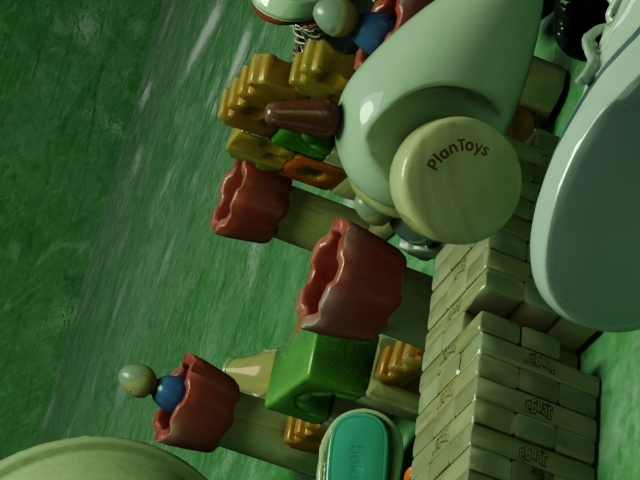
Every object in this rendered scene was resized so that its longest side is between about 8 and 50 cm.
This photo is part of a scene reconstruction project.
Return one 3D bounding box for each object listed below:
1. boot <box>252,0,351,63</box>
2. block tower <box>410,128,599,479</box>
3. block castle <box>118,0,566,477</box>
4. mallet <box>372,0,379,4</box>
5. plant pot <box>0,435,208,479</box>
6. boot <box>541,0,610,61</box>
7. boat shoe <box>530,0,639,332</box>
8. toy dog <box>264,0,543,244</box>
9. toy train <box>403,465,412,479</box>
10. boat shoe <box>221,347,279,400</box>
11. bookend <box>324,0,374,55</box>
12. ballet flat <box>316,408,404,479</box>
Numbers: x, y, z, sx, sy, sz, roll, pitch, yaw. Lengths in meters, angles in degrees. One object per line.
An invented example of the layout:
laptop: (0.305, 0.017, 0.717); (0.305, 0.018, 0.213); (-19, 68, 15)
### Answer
boot: (-0.013, -0.225, 1.976); (0.244, 0.088, 0.176); (-28, -29, -54)
block tower: (0.125, 0.081, 1.210); (0.097, 0.091, 0.335); (126, 159, -48)
block castle: (0.000, 0.000, 1.525); (0.453, 0.212, 0.303); (139, 149, -62)
mallet: (0.081, -0.176, 1.704); (0.062, 0.039, 0.190); (-50, 45, 47)
plant pot: (-0.158, 0.366, 1.488); (0.305, 0.333, 0.334); (30, 100, 63)
boot: (0.183, -0.200, 1.362); (0.246, 0.094, 0.207); (-49, 20, 39)
boat shoe: (0.218, -0.125, 1.064); (0.367, 0.136, 0.156); (-65, 15, 7)
toy dog: (0.071, -0.158, 1.220); (0.220, 0.161, 0.334); (144, 142, -63)
toy train: (0.088, 0.218, 1.254); (0.125, 0.046, 0.166); (131, 152, -51)
boat shoe: (-0.066, 0.141, 1.845); (0.190, 0.072, 0.068); (141, 147, -62)
bookend: (0.051, -0.171, 1.843); (0.157, 0.072, 0.156); (128, 157, -48)
ballet flat: (0.021, 0.253, 1.408); (0.086, 0.086, 0.248); (137, 151, -60)
